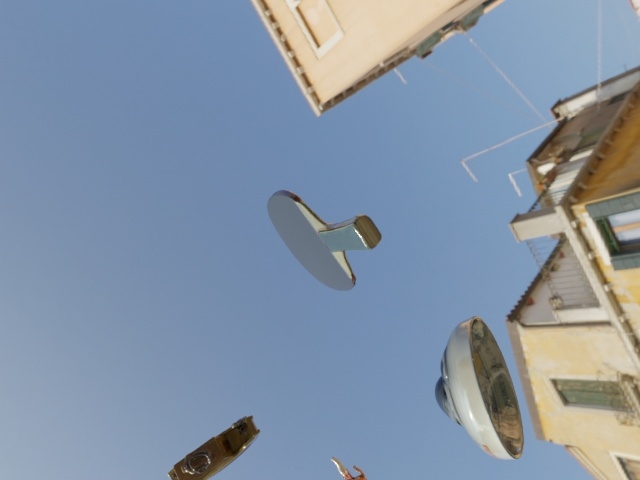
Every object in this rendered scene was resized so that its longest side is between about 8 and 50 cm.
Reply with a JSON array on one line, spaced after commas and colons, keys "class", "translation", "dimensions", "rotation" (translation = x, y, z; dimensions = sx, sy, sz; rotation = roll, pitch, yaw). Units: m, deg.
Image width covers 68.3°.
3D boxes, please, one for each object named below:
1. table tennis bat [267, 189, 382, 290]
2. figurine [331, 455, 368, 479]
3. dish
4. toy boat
[{"class": "table tennis bat", "translation": [0.000, 0.000, 0.563], "dimensions": [0.021, 0.274, 0.154], "rotation": [-38, -81, -17]}, {"class": "figurine", "translation": [0.071, 0.561, 1.138], "dimensions": [0.109, 0.064, 0.047], "rotation": [39, -102, 15]}, {"class": "dish", "translation": [0.298, 0.302, 0.961], "dimensions": [0.273, 0.133, 0.274], "rotation": [41, -141, -43]}, {"class": "toy boat", "translation": [-0.197, 0.394, 0.867], "dimensions": [0.200, 0.077, 0.057], "rotation": [-36, -112, 2]}]
